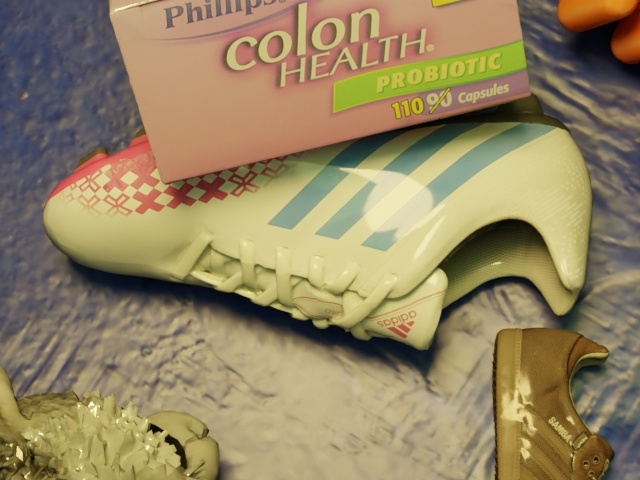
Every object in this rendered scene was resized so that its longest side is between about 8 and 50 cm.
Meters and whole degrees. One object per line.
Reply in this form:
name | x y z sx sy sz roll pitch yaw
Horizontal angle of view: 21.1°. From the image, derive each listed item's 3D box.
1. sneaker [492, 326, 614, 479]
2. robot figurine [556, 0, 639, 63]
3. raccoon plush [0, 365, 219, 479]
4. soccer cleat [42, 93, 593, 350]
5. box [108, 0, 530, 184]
sneaker | 0.137 0.141 1.000 0.071 0.066 0.188 0 75 3
robot figurine | 0.223 -0.219 1.063 0.158 0.128 0.219 18 78 20
raccoon plush | -0.127 0.219 0.845 0.299 0.446 0.216 22 110 11
soccer cleat | 0.000 0.000 1.019 0.331 0.116 0.143 -8 66 1
box | -0.011 -0.167 1.009 0.213 0.117 0.243 -14 36 0
